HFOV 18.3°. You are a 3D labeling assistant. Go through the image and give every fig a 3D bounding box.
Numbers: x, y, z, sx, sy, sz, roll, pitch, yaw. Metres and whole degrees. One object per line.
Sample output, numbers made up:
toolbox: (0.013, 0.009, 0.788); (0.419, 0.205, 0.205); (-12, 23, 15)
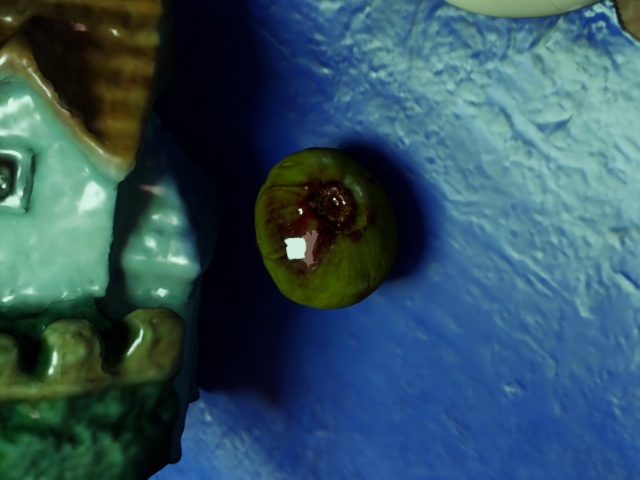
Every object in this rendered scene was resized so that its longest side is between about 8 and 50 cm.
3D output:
fig: (0.000, 0.000, 1.084); (0.084, 0.082, 0.098); (34, 159, 6)

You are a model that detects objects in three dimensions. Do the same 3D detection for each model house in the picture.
model house: (-0.196, -0.059, 1.061); (0.295, 0.251, 0.329); (10, 106, 3)

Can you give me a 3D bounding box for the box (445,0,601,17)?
box: (0.094, -0.206, 0.951); (0.146, 0.088, 0.200); (0, 103, 34)
